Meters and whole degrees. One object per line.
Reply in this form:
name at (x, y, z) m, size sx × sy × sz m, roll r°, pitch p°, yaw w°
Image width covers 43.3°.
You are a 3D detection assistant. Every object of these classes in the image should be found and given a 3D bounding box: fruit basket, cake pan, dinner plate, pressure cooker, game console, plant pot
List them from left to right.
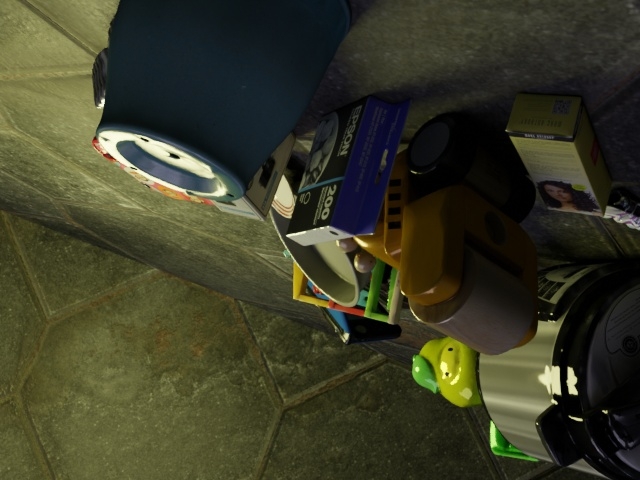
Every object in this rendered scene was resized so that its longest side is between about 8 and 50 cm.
plant pot at (-0.132, -0.195, 0.950) m, size 0.271 × 0.255 × 0.272 m, roll 19°, pitch 166°, yaw 5°
dinner plate at (-0.084, -0.109, 1.544) m, size 0.141 × 0.017 × 0.141 m, roll 47°, pitch 154°, yaw 32°
cake pan at (0.000, 0.000, 1.625) m, size 0.293 × 0.054 × 0.293 m, roll 46°, pitch 159°, yaw 24°
game console at (0.052, 0.098, 1.964) m, size 0.250 × 0.173 × 0.293 m, roll -2°, pitch -146°, yaw -32°
fruit basket at (0.398, 0.277, 1.733) m, size 0.391 × 0.392 × 0.283 m, roll 22°, pitch 165°, yaw -9°
pressure cooker at (0.519, 0.228, 1.397) m, size 0.375 × 0.370 × 0.420 m, roll 20°, pitch 169°, yaw -15°

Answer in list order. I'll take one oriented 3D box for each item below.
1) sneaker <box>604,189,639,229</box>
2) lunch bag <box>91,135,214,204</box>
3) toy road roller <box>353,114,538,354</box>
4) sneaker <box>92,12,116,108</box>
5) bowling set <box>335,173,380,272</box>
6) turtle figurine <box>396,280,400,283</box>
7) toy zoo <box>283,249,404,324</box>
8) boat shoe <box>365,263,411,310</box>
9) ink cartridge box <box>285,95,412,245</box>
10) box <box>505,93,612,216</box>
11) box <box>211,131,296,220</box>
sneaker at (0.440, -0.047, 1.152) m, size 0.098 × 0.038 × 0.069 m, roll 14°, pitch 165°, yaw 21°
lunch bag at (-0.279, -0.177, 1.509) m, size 0.293 × 0.120 × 0.258 m, roll 7°, pitch 156°, yaw 41°
toy road roller at (0.165, 0.009, 1.166) m, size 0.202 × 0.330 × 0.240 m, roll 29°, pitch 141°, yaw -34°
sneaker at (-0.260, -0.275, 1.211) m, size 0.115 × 0.105 × 0.281 m, roll -6°, pitch 177°, yaw -29°
bowling set at (0.122, -0.038, 1.380) m, size 0.199 × 0.154 × 0.287 m, roll 12°, pitch 164°, yaw 30°
turtle figurine at (0.223, 0.045, 1.581) m, size 0.118 × 0.175 × 0.234 m, roll -4°, pitch 166°, yaw 18°
toy zoo at (0.050, 0.055, 1.744) m, size 0.293 × 0.193 × 0.030 m, roll 11°, pitch -178°, yaw 29°
boat shoe at (0.161, 0.097, 1.944) m, size 0.257 × 0.095 × 0.095 m, roll 25°, pitch 159°, yaw -18°
ink cartridge box at (0.036, -0.101, 1.166) m, size 0.045 × 0.206 × 0.208 m, roll 23°, pitch 165°, yaw -26°
box at (0.320, -0.107, 1.060) m, size 0.087 × 0.058 × 0.232 m, roll 10°, pitch 162°, yaw 34°
box at (-0.142, -0.161, 1.258) m, size 0.087 × 0.169 × 0.290 m, roll 14°, pitch 164°, yaw 21°
